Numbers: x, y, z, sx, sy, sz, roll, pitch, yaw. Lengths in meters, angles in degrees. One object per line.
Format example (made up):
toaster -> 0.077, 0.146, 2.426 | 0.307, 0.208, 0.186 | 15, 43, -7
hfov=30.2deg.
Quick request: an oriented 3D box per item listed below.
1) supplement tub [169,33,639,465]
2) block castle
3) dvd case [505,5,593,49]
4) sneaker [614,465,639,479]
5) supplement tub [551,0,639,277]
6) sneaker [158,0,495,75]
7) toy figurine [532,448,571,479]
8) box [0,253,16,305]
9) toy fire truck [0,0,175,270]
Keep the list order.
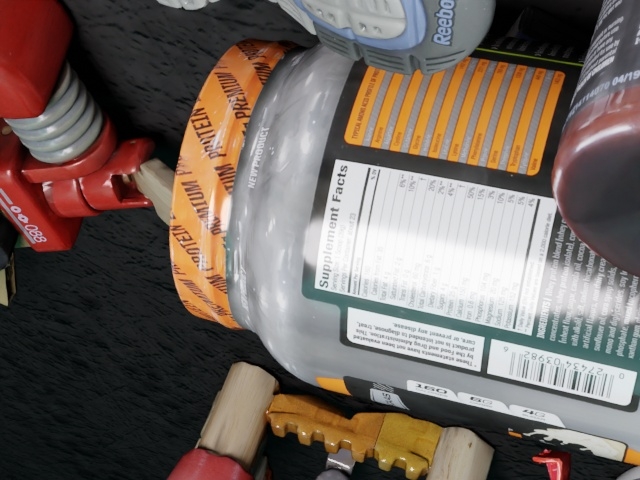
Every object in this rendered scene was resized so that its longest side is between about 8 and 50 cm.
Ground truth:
supplement tub -> 0.099, -0.002, 0.588 | 0.315, 0.194, 0.194 | 12, 149, 16
block castle -> 0.000, 0.335, 1.227 | 0.303, 0.213, 0.453 | 17, 150, 10
dvd case -> 0.151, -0.024, 0.729 | 0.180, 0.022, 0.253 | 25, 148, -5
sneaker -> 0.320, 0.250, 0.968 | 0.126, 0.127, 0.321 | 25, 152, -7
supplement tub -> 0.161, -0.084, 0.454 | 0.106, 0.198, 0.106 | 18, 150, 10
sneaker -> -0.022, -0.171, 0.533 | 0.297, 0.129, 0.111 | 27, 158, 31
toy figurine -> 0.332, 0.101, 0.755 | 0.362, 0.191, 0.217 | -2, 176, 19
box -> -0.381, -0.015, 1.105 | 0.201, 0.021, 0.164 | 22, 150, 0
toy fire truck -> -0.173, -0.068, 0.775 | 0.246, 0.159, 0.217 | -3, 143, 18
